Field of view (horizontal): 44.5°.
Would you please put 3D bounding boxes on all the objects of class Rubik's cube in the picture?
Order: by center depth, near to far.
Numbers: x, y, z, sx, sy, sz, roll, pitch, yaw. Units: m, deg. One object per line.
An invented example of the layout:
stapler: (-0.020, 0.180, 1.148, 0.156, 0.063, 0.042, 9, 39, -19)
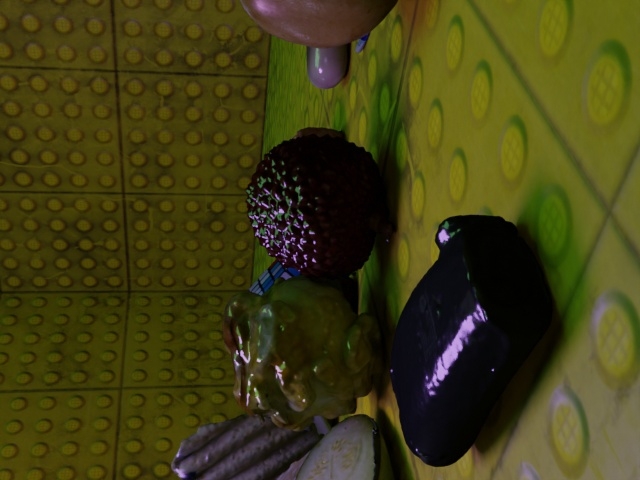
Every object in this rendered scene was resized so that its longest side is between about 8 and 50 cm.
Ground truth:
Rubik's cube: (-0.066, 0.130, 1.896, 0.151, 0.154, 0.155, -49, 15, 2)

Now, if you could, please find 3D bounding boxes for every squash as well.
squash: (0.029, 0.437, 1.345, 0.233, 0.210, 0.309, -37, 48, 33)

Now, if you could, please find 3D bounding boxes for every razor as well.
razor: (0.155, 0.124, 0.905, 0.327, 0.107, 0.189, 103, 163, -51)

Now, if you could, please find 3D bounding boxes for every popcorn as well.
popcorn: (-0.025, 0.207, 1.456, 0.312, 0.311, 0.313, 180, 90, -80)

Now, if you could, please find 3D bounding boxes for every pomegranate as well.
pomegranate: (0.009, -0.467, 1.206, 0.332, 0.332, 0.333, 180, 90, -80)

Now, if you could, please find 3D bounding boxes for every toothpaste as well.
toothpaste: (0.088, -0.412, 1.586, 0.083, 0.015, 0.024, 122, 139, -63)

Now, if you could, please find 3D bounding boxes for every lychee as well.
lychee: (0.005, -0.060, 1.423, 0.264, 0.299, 0.264, -46, -33, -42)

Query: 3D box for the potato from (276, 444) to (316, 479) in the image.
potato: (-0.008, 0.555, 1.560, 0.264, 0.189, 0.211, -44, 14, 54)

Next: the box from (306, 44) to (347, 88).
box: (0.014, -0.450, 1.792, 0.146, 0.088, 0.201, 171, 100, -79)

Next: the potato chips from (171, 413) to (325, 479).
potato chips: (-0.116, 0.556, 1.695, 0.097, 0.388, 0.374, 160, 103, -72)

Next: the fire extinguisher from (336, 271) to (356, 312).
fire extinguisher: (0.033, 0.189, 1.674, 0.141, 0.105, 0.342, 4, 95, 41)

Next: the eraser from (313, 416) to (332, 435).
eraser: (-0.078, 0.384, 1.924, 0.274, 0.092, 0.210, 60, 165, -6)

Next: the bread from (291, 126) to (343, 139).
bread: (-0.007, -0.145, 1.818, 0.190, 0.122, 0.245, 115, 152, -65)
